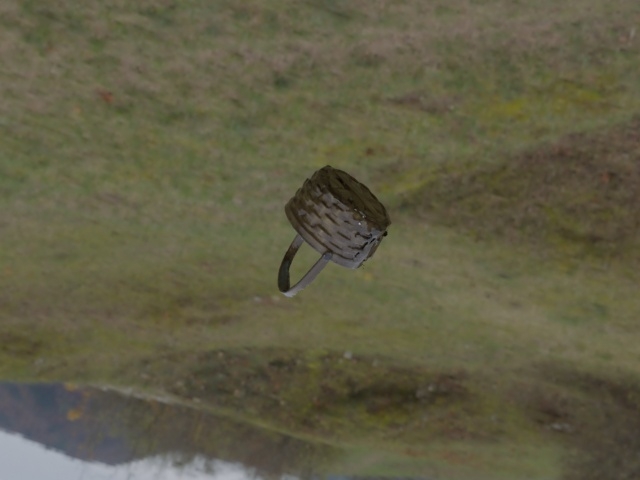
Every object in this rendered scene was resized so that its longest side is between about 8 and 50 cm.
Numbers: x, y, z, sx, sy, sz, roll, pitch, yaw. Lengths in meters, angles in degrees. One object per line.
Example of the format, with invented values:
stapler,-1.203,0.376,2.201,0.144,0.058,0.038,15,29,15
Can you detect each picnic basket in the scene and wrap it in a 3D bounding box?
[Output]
picnic basket,0.000,0.000,0.704,0.072,0.083,0.072,35,-160,-15
